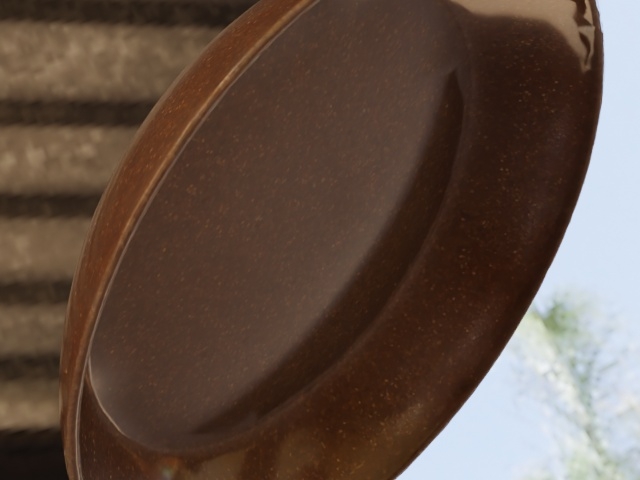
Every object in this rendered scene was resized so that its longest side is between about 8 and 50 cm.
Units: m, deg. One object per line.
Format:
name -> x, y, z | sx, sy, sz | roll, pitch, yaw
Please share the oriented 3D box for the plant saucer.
plant saucer -> 0.000, 0.000, 0.508 | 0.199, 0.036, 0.198 | -35, -36, -31
